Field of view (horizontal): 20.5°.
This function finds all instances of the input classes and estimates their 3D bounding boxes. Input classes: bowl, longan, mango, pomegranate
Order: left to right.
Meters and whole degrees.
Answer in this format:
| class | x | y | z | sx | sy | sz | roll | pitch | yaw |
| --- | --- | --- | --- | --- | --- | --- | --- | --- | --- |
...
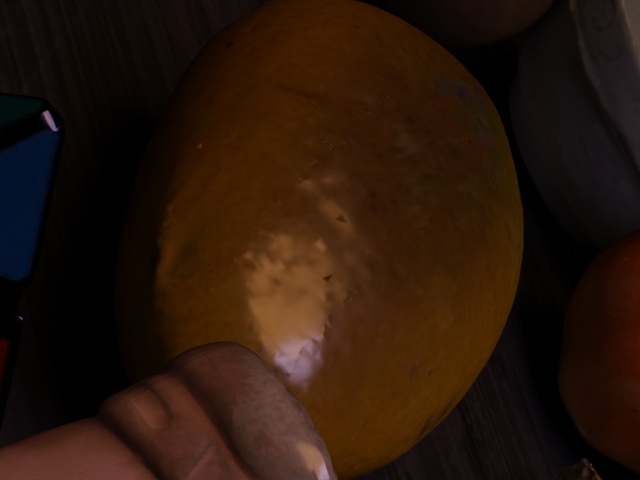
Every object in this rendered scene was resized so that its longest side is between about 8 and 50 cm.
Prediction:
| class | x | y | z | sx | sy | sz | roll | pitch | yaw |
| --- | --- | --- | --- | --- | --- | --- | --- | --- | --- |
| mango | 0.000 | 0.000 | 1.010 | 0.253 | 0.182 | 0.365 | 55 | 28 | -12 |
| longan | 0.123 | -0.242 | 1.462 | 0.167 | 0.167 | 0.187 | 48 | 56 | -21 |
| bowl | 0.275 | -0.101 | 1.547 | 0.307 | 0.163 | 0.307 | 44 | 33 | -38 |
| pomegranate | 0.282 | 0.086 | 1.369 | 0.209 | 0.209 | 0.209 | 38 | 35 | -34 |

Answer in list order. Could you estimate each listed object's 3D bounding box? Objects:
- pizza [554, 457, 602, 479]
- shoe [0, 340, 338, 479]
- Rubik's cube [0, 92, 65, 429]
| class | x | y | z | sx | sy | sz | roll | pitch | yaw |
| --- | --- | --- | --- | --- | --- | --- | --- | --- | --- |
| pizza | 0.194 | 0.300 | 1.145 | 0.223 | 0.089 | 0.323 | 14 | 50 | -63 |
| shoe | -0.086 | 0.224 | 0.710 | 0.198 | 0.172 | 0.351 | -9 | 95 | -17 |
| Rubik's cube | -0.172 | 0.062 | 0.718 | 0.284 | 0.250 | 0.234 | -77 | 150 | -57 |
